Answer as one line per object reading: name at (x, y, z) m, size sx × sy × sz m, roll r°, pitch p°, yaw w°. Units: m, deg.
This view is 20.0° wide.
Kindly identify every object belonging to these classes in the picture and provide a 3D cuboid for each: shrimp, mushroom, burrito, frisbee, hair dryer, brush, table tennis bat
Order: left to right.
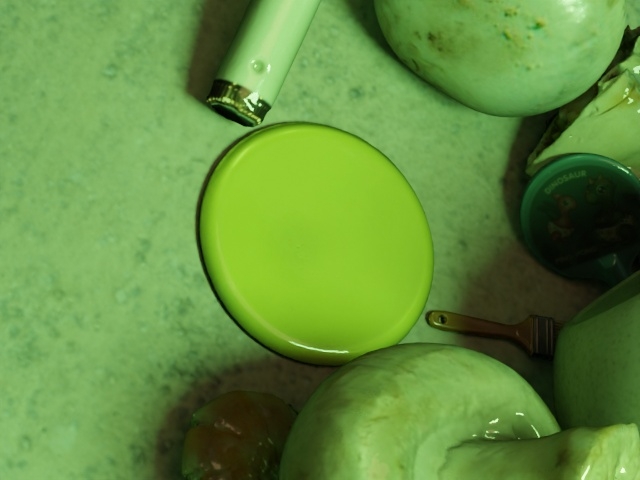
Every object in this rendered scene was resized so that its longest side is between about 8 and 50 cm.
shrimp at (-0.028, 0.253, 1.540) m, size 0.145 × 0.061 × 0.267 m, roll -16°, pitch 77°, yaw -37°
hair dryer at (-0.017, -0.253, 1.670) m, size 0.128 × 0.203 × 0.362 m, roll 26°, pitch 82°, yaw -10°
frisbee at (0.000, 0.000, 1.663) m, size 0.236 × 0.017 × 0.236 m, roll 8°, pitch 70°, yaw -21°
mushroom at (0.120, 0.209, 1.450) m, size 0.297 × 0.290 × 0.298 m, roll 21°, pitch 57°, yaw -37°
mushroom at (0.179, -0.249, 1.730) m, size 0.243 × 0.243 × 0.244 m, roll 8°, pitch 69°, yaw -21°
brush at (0.178, 0.086, 1.714) m, size 0.169 × 0.014 × 0.043 m, roll 11°, pitch 66°, yaw -20°
table tennis bat at (0.272, 0.006, 1.744) m, size 0.201 × 0.124 × 0.033 m, roll 59°, pitch 20°, yaw -15°
burrito at (0.382, -0.057, 1.789) m, size 0.332 × 0.135 × 0.190 m, roll 35°, pitch 59°, yaw -11°

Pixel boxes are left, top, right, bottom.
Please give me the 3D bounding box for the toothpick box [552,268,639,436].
toothpick box at (0.431, 0.188, 1.574) m, size 0.409 × 0.409 × 0.425 m, roll -31°, pitch 87°, yaw -29°
